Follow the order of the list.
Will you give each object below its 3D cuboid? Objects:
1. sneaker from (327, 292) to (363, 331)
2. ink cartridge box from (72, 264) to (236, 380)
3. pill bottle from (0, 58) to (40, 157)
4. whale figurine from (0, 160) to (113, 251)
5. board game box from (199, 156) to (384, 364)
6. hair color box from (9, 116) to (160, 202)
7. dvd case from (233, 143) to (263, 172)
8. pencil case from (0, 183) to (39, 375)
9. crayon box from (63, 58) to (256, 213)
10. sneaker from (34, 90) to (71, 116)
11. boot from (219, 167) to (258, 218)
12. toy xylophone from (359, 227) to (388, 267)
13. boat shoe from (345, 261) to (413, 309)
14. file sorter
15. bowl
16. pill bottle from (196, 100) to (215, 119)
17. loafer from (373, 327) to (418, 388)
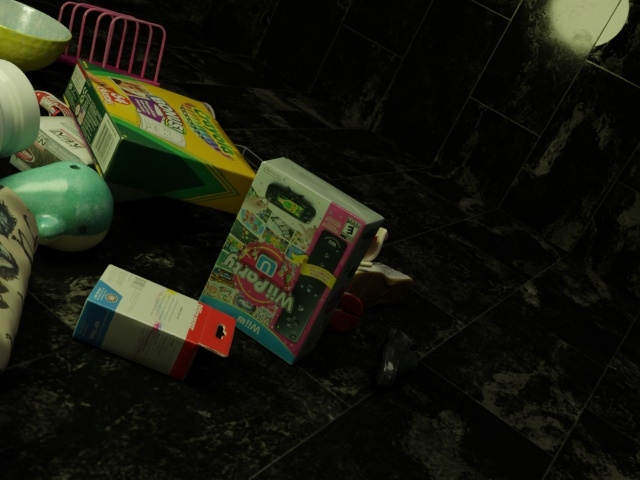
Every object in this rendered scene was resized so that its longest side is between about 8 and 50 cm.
[{"bbox_3d":[-0.015,0.116,1.649,0.128,0.087,0.221,31,5,40],"label":"sneaker"},{"bbox_3d":[-0.260,0.138,1.293,0.231,0.078,0.134,24,21,-8],"label":"ink cartridge box"},{"bbox_3d":[-0.658,-0.190,1.318,0.210,0.210,0.363,33,33,17],"label":"pill bottle"},{"bbox_3d":[-0.501,-0.078,1.428,0.271,0.141,0.216,9,27,-32],"label":"whale figurine"},{"bbox_3d":[-0.057,0.036,1.466,0.224,0.304,0.097,32,21,15],"label":"board game box"},{"bbox_3d":[-0.462,-0.179,1.764,0.185,0.114,0.374,35,21,18],"label":"hair color box"},{"bbox_3d":[-0.201,-0.194,2.047,0.179,0.030,0.238,17,-12,32],"label":"dvd case"},{"bbox_3d":[-0.484,0.063,1.065,0.183,0.159,0.410,50,9,-28],"label":"pencil case"},{"bbox_3d":[-0.342,-0.221,1.702,0.313,0.106,0.363,13,27,-38],"label":"crayon box"},{"bbox_3d":[-0.665,-0.329,1.975,0.118,0.042,0.067,28,17,-5],"label":"sneaker"},{"bbox_3d":[-0.144,-0.087,1.938,0.305,0.115,0.112,31,19,8],"label":"boot"},{"bbox_3d":[0.000,0.000,1.802,0.322,0.081,0.236,4,6,-24],"label":"toy xylophone"},{"bbox_3d":[0.107,0.094,1.846,0.096,0.098,0.277,38,14,31],"label":"boat shoe"},{"bbox_3d":[-0.615,-0.573,2.341,0.290,0.182,0.202,25,15,38],"label":"file sorter"},{"bbox_3d":[-0.807,-0.510,2.074,0.289,0.156,0.289,24,20,-9],"label":"bowl"},{"bbox_3d":[-0.392,-0.338,2.238,0.112,0.112,0.186,38,23,27],"label":"pill bottle"},{"bbox_3d":[0.154,0.233,1.583,0.078,0.076,0.223,21,16,6],"label":"loafer"}]
